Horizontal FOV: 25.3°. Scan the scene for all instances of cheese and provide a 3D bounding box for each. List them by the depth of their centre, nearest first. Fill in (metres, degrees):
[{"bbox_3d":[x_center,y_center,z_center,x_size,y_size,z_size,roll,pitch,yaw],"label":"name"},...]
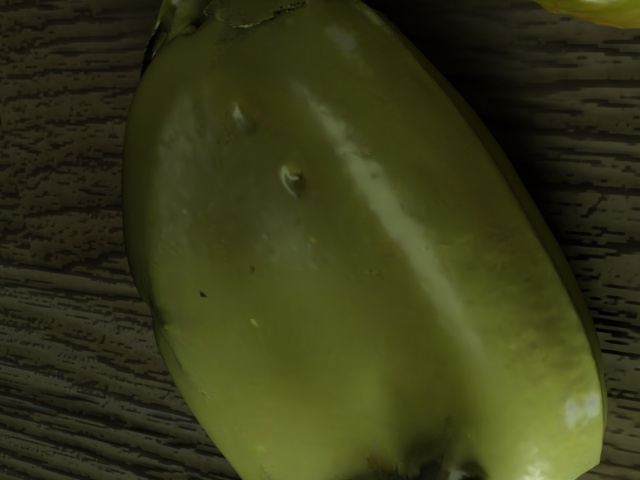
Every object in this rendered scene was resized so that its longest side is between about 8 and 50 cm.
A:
[{"bbox_3d":[0.000,0.000,0.770,0.259,0.128,0.316,-24,99,37],"label":"cheese"}]

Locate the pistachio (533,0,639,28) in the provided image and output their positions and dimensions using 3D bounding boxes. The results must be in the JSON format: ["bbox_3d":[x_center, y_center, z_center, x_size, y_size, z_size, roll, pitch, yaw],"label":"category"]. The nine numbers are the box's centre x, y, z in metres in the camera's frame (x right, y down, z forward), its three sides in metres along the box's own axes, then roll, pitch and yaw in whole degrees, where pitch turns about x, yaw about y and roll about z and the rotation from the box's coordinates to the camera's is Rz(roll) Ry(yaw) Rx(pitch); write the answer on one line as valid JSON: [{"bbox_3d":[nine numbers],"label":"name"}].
[{"bbox_3d":[0.105,-0.162,0.614,0.189,0.100,0.110,39,134,24],"label":"pistachio"}]
